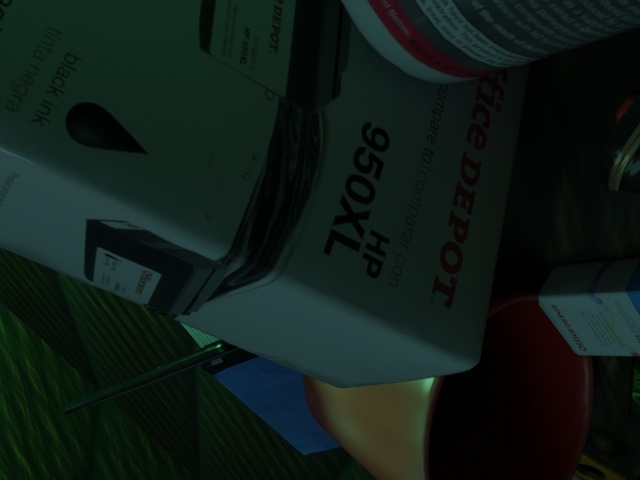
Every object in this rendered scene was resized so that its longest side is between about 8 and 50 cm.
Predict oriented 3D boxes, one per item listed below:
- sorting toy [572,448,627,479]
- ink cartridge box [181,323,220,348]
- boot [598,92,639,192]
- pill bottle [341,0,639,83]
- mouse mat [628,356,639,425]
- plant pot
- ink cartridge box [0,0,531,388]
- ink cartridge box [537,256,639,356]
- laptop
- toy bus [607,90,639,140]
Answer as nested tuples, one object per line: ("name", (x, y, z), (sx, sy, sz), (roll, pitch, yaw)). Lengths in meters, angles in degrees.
("sorting toy", (0.309, 0.329, 1.046), (0.196, 0.047, 0.348), (37, 151, -10))
("ink cartridge box", (-0.216, 0.079, 1.225), (0.330, 0.071, 0.324), (4, 137, 42))
("boot", (0.256, -0.066, 0.365), (0.137, 0.198, 0.077), (48, -175, 23))
("pill bottle", (0.159, -0.194, 0.338), (0.319, 0.176, 0.176), (-7, 129, 51))
("mouse mat", (0.412, 0.192, 0.753), (0.190, 0.007, 0.152), (27, 151, 38))
("plant pot", (0.127, 0.166, 0.823), (0.243, 0.275, 0.275), (13, 144, 52))
("ink cartridge box", (-0.065, -0.103, 0.488), (0.395, 0.285, 0.166), (27, 154, -23))
("ink cartridge box", (0.285, 0.064, 0.692), (0.122, 0.052, 0.088), (-11, 125, 51))
("laptop", (-0.069, 0.247, 1.055), (0.382, 0.408, 0.236), (-27, 81, 40))
("toy bus", (0.296, -0.019, 0.491), (0.211, 0.149, 0.220), (34, 156, 32))
